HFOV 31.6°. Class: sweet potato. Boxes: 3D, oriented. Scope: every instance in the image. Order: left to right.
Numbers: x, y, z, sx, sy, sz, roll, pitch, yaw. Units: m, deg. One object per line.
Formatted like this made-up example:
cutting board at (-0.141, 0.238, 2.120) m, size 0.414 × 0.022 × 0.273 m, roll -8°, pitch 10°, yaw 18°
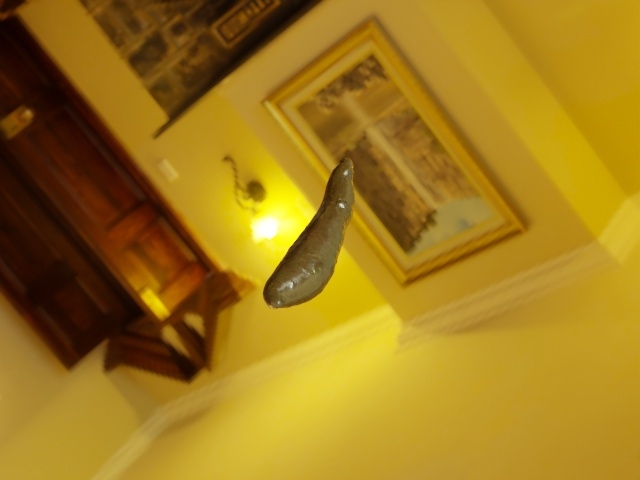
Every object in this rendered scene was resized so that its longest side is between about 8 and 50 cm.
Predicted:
sweet potato at (0.000, 0.000, 0.526) m, size 0.026 × 0.026 × 0.115 m, roll -32°, pitch -162°, yaw 36°
